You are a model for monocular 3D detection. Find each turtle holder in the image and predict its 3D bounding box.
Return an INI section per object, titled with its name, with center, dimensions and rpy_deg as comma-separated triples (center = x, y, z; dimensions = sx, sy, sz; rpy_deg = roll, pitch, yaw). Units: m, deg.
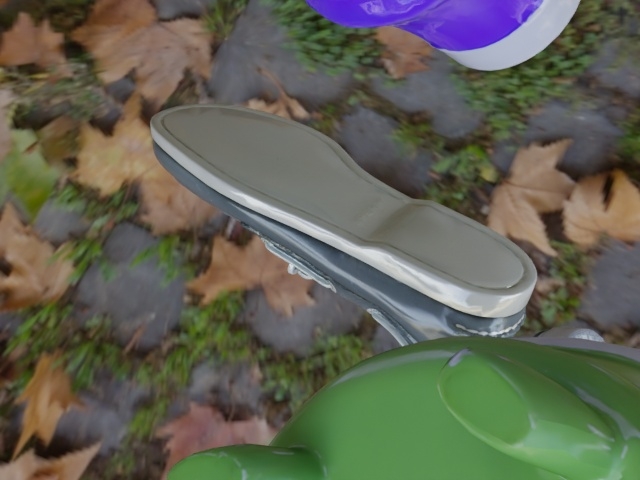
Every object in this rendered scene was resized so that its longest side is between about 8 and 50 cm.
[turtle holder]
center = 0.116, 0.138, 0.588
dimensions = 0.320, 0.227, 0.243
rpy_deg = -42, 60, 33

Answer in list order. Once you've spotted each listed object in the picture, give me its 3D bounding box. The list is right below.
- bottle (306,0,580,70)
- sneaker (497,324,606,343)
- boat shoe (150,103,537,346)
[bottle]
center = -0.018, -0.135, 0.462
dimensions = 0.283, 0.118, 0.092
rpy_deg = 27, 87, -46
[sneaker]
center = 0.089, 0.161, 0.897
dimensions = 0.094, 0.091, 0.258
rpy_deg = 49, 57, -22
[boat shoe]
center = 0.000, 0.000, 1.078
dimensions = 0.319, 0.116, 0.099
rpy_deg = 28, 126, 26
